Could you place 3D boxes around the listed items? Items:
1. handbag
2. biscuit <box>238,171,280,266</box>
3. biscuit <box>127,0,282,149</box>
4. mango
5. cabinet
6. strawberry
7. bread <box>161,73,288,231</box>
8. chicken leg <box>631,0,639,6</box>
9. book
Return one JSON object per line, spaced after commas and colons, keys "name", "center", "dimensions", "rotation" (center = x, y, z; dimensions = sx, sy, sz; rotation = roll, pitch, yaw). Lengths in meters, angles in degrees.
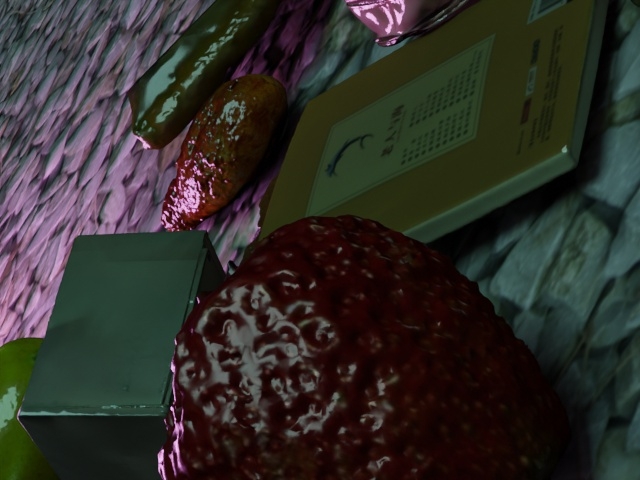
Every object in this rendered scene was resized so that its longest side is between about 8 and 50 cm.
{"name": "handbag", "center": [0.083, -0.272, 1.585], "dimensions": [0.179, 0.116, 0.205], "rotation": [-49, 18, -17]}
{"name": "biscuit", "center": [0.000, 0.000, 1.588], "dimensions": [0.208, 0.041, 0.290], "rotation": [-53, 24, 8]}
{"name": "biscuit", "center": [-0.127, -0.234, 2.033], "dimensions": [0.329, 0.078, 0.335], "rotation": [-50, 10, -10]}
{"name": "mango", "center": [-0.335, 0.240, 1.881], "dimensions": [0.185, 0.149, 0.273], "rotation": [3, 71, 58]}
{"name": "cabinet", "center": [-0.163, 0.116, 1.597], "dimensions": [0.150, 0.145, 0.206], "rotation": [-2, 51, 17]}
{"name": "strawberry", "center": [0.038, 0.114, 1.156], "dimensions": [0.277, 0.257, 0.257], "rotation": [18, 78, 34]}
{"name": "bread", "center": [-0.117, -0.095, 1.890], "dimensions": [0.269, 0.095, 0.139], "rotation": [-32, 28, 56]}
{"name": "chicken leg", "center": [0.275, -0.215, 1.220], "dimensions": [0.107, 0.087, 0.251], "rotation": [-53, 14, -12]}
{"name": "book", "center": [0.089, -0.095, 1.461], "dimensions": [0.389, 0.032, 0.269], "rotation": [-26, 36, 43]}
